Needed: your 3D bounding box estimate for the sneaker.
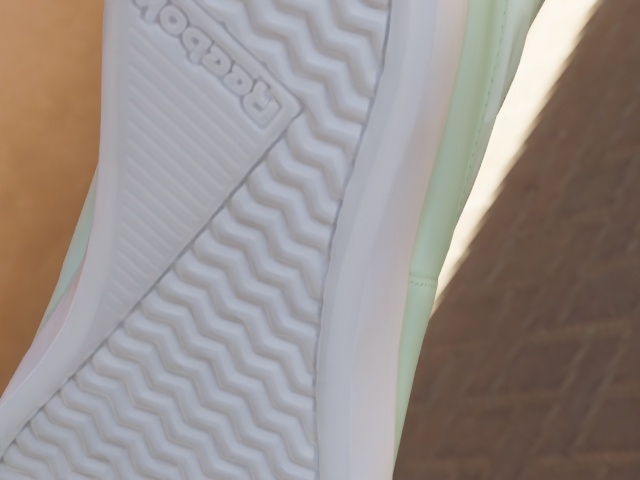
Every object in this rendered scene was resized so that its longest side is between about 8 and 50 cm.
[{"bbox_3d":[0.001,0.000,0.458,0.151,0.094,0.256,-50,-18,-53],"label":"sneaker"}]
